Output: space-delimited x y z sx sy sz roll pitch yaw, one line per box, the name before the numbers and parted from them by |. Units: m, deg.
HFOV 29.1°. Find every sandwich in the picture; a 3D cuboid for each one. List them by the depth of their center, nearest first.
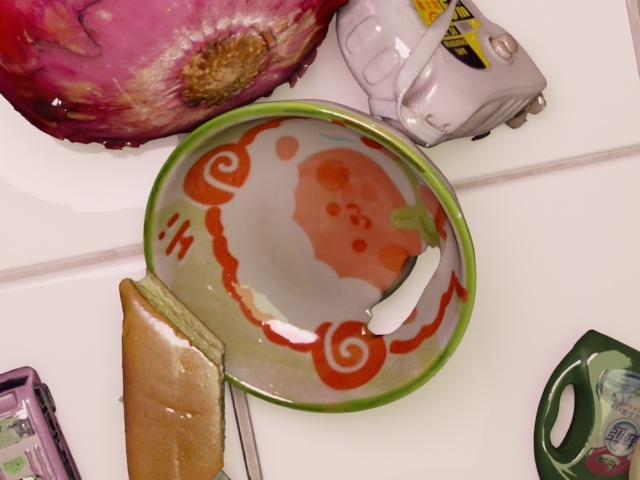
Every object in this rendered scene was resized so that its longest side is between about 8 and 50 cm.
sandwich | -0.134 0.157 1.164 0.096 0.094 0.258 -1 95 2

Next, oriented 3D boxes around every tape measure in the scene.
tape measure | 0.105 -0.186 1.204 0.120 0.236 0.197 -38 80 34

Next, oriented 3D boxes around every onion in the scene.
onion | -0.156 -0.256 1.086 0.358 0.358 0.345 -39 93 -6

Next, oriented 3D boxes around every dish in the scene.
dish | 0.000 0.000 1.202 0.324 0.124 0.324 7 117 13

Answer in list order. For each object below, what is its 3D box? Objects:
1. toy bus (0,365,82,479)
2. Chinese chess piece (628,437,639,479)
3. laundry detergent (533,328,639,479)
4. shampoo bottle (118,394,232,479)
toy bus | -0.286 0.228 1.198 0.096 0.108 0.199 -22 95 -7
Chinese chess piece | 0.411 0.245 1.288 0.188 0.083 0.188 -8 108 -27
laundry detergent | 0.284 0.208 1.305 0.137 0.063 0.211 28 89 -15
shampoo bottle | -0.137 0.229 1.247 0.056 0.056 0.195 -41 95 -5
